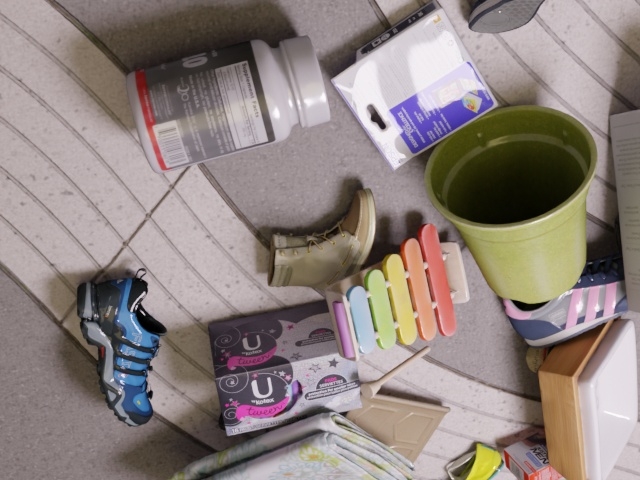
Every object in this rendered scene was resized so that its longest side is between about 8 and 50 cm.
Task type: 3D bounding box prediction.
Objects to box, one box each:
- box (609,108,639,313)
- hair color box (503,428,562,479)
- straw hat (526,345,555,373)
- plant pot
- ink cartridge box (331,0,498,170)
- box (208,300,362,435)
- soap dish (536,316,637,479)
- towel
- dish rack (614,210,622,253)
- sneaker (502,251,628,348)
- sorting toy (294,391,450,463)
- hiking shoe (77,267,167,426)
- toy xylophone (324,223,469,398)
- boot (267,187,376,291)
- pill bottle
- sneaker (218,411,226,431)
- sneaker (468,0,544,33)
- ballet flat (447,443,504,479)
[{"bbox_3d":[0.606,-0.051,1.778,0.168,0.215,0.346,-6,93,-7],"label":"box"},{"bbox_3d":[0.462,0.425,2.166,0.167,0.093,0.053,-21,123,-17],"label":"hair color box"},{"bbox_3d":[0.428,0.224,2.077,0.061,0.144,0.145,10,130,33],"label":"straw hat"},{"bbox_3d":[0.337,-0.040,1.808,0.276,0.276,0.254,-22,134,3],"label":"plant pot"},{"bbox_3d":[0.151,-0.247,1.753,0.208,0.045,0.206,-32,121,8],"label":"ink cartridge box"},{"bbox_3d":[-0.064,0.222,1.925,0.247,0.163,0.142,-12,123,-4],"label":"box"},{"bbox_3d":[0.507,0.293,2.048,0.118,0.229,0.291,11,129,34],"label":"soap dish"},{"bbox_3d":[-0.051,0.444,2.016,0.374,0.090,0.320,-25,141,22],"label":"towel"},{"bbox_3d":[0.675,-0.026,1.969,0.271,0.074,0.208,-22,121,3],"label":"dish rack"},{"bbox_3d":[0.477,0.079,1.952,0.319,0.112,0.131,-33,117,21],"label":"sneaker"},{"bbox_3d":[0.075,0.371,2.096,0.307,0.041,0.229,15,121,-29],"label":"sorting toy"},{"bbox_3d":[-0.326,0.199,1.891,0.132,0.113,0.304,-13,122,-2],"label":"hiking shoe"},{"bbox_3d":[0.133,0.124,1.854,0.322,0.081,0.236,-33,111,-39],"label":"toy xylophone"},{"bbox_3d":[0.000,0.000,1.857,0.165,0.077,0.213,7,122,-13],"label":"boot"},{"bbox_3d":[-0.138,-0.213,1.652,0.283,0.161,0.161,-15,122,-2],"label":"pill bottle"},{"bbox_3d":[-0.088,0.318,2.027,0.211,0.080,0.081,-21,121,3],"label":"sneaker"},{"bbox_3d":[0.296,-0.425,1.655,0.086,0.164,0.226,6,160,-23],"label":"sneaker"},{"bbox_3d":[0.279,0.505,2.223,0.077,0.077,0.231,37,107,-5],"label":"ballet flat"}]
